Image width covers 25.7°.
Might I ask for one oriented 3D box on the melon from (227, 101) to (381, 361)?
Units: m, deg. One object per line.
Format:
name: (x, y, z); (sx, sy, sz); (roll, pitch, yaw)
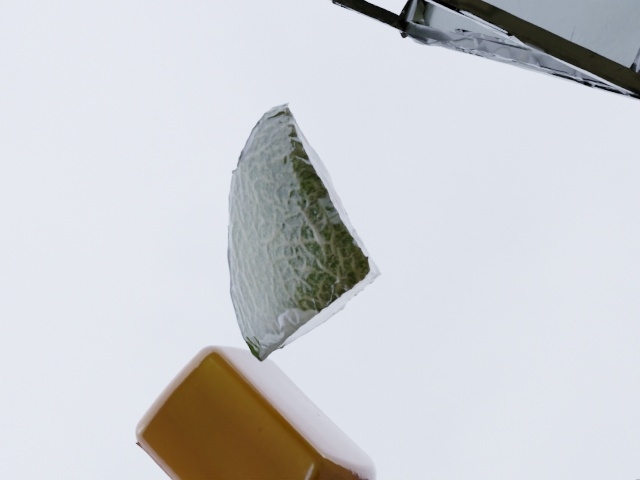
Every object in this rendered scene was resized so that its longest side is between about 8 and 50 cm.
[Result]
melon: (-0.001, 0.001, 1.049); (0.093, 0.139, 0.202); (-8, -75, -31)

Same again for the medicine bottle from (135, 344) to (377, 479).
medicine bottle: (-0.030, 0.198, 1.164); (0.112, 0.222, 0.149); (-49, -21, 6)

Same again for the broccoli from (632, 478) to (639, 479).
broccoli: (0.408, 0.437, 1.500); (0.302, 0.249, 0.375); (-29, -100, -10)

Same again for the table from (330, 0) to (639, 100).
table: (0.086, -0.275, 1.052); (0.272, 0.335, 0.222); (18, -85, -31)
